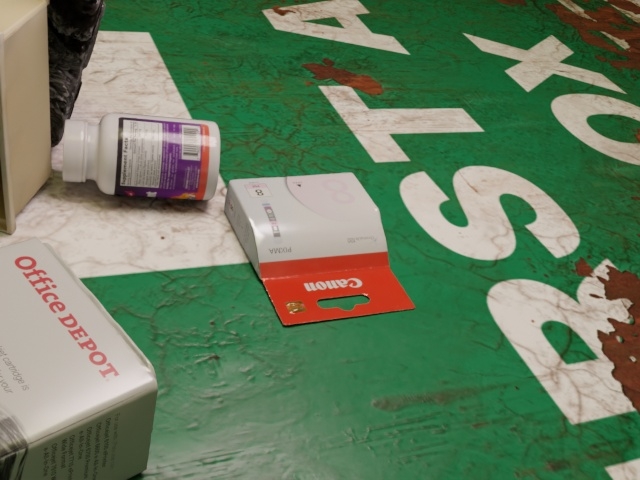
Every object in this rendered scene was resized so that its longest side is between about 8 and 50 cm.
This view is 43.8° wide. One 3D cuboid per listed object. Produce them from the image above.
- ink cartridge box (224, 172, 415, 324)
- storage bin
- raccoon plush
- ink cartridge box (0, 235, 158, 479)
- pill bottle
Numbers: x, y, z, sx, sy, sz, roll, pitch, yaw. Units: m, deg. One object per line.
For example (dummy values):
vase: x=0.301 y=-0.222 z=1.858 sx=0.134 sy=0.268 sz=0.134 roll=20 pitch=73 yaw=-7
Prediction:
ink cartridge box: x=0.000 y=0.000 z=1.027 sx=0.189 sy=0.066 sz=0.232 roll=-5 pitch=37 yaw=-25
storage bin: x=-0.452 y=-0.178 z=0.917 sx=0.260 sy=0.262 sz=0.123 roll=17 pitch=41 yaw=3
raccoon plush: x=-0.430 y=-0.314 z=1.000 sx=0.299 sy=0.446 sz=0.216 roll=19 pitch=48 yaw=-17
ink cartridge box: x=-0.325 y=0.144 z=0.658 sx=0.307 sy=0.129 sz=0.223 roll=-21 pitch=49 yaw=-38
pill bottle: x=-0.234 y=-0.110 z=1.042 sx=0.193 sy=0.108 sz=0.108 roll=3 pitch=38 yaw=-16
